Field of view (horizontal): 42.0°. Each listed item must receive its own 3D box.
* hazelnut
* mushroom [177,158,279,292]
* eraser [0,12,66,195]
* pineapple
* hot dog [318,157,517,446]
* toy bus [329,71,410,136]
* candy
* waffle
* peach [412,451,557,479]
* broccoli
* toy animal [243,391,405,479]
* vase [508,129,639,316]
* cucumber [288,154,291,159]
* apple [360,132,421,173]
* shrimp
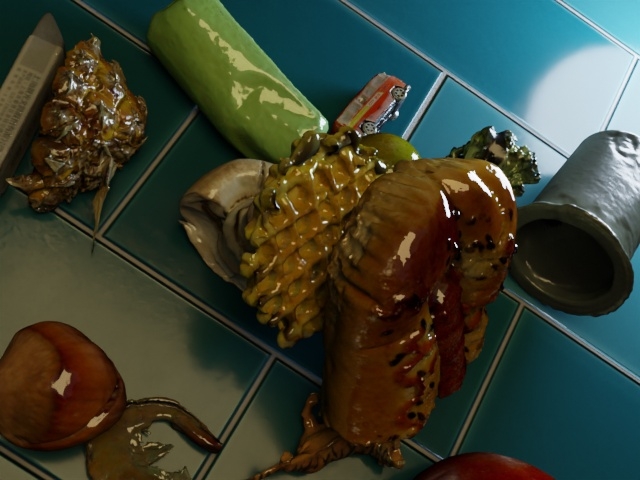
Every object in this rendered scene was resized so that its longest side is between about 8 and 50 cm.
[{"bbox_3d":[-0.360,0.206,1.135,0.182,0.182,0.182,6,68,-16],"label":"hazelnut"},{"bbox_3d":[-0.077,-0.029,1.293,0.253,0.195,0.189,43,61,-1],"label":"mushroom"},{"bbox_3d":[-0.469,-0.195,1.285,0.061,0.089,0.352,21,66,-6],"label":"eraser"},{"bbox_3d":[-0.349,-0.178,1.282,0.158,0.161,0.335,24,62,-10],"label":"pineapple"},{"bbox_3d":[0.148,0.065,1.192,0.196,0.366,0.367,19,34,31],"label":"hot dog"},{"bbox_3d":[0.088,-0.228,1.490,0.077,0.079,0.174,35,63,8],"label":"toy bus"},{"bbox_3d":[-0.143,-0.266,1.396,0.343,0.132,0.142,47,55,4],"label":"candy"},{"bbox_3d":[0.003,-0.011,1.187,0.329,0.062,0.330,-20,118,-43],"label":"waffle"},{"bbox_3d":[0.272,0.489,1.180,0.338,0.353,0.416,-10,32,-28],"label":"peach"},{"bbox_3d":[0.246,-0.056,1.449,0.145,0.165,0.304,43,77,-7],"label":"broccoli"},{"bbox_3d":[-0.005,0.312,1.252,0.255,0.116,0.114,-16,32,-19],"label":"toy animal"},{"bbox_3d":[0.487,-0.044,1.476,0.245,0.245,0.291,44,56,2],"label":"vase"},{"bbox_3d":[-0.029,-0.108,1.377,0.032,0.133,0.032,-2,74,6],"label":"cucumber"},{"bbox_3d":[0.090,-0.080,1.367,0.156,0.196,0.197,-22,78,-19],"label":"apple"},{"bbox_3d":[-0.214,0.319,1.197,0.253,0.058,0.173,22,56,-6],"label":"shrimp"}]
